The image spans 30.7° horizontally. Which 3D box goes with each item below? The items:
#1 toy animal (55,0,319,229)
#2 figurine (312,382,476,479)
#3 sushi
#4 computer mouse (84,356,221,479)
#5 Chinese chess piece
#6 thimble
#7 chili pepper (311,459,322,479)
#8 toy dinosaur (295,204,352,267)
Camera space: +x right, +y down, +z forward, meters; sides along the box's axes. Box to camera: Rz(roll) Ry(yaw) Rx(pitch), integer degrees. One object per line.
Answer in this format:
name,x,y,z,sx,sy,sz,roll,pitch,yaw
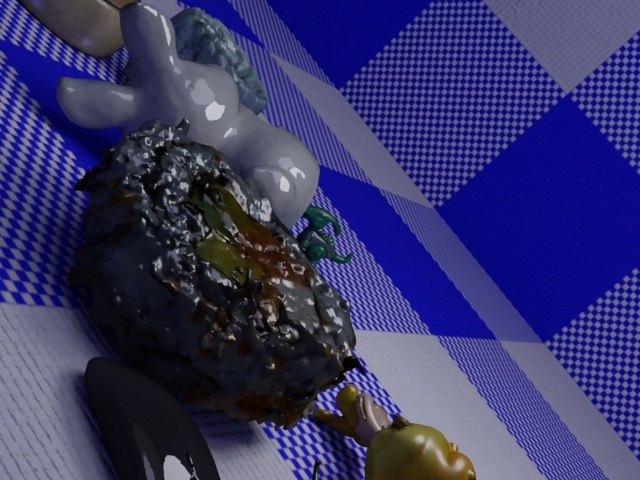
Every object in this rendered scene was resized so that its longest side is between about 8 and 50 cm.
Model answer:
toy animal,-0.174,-0.151,1.610,0.367,0.196,0.241,41,-3,-16
figurine,0.093,0.269,1.471,0.246,0.131,0.156,36,-24,54
sushi,-0.125,0.046,1.352,0.417,0.176,0.417,46,14,-15
computer mouse,-0.152,0.197,1.097,0.120,0.057,0.232,31,21,-47
Chinese chess piece,-0.404,-0.417,1.902,0.257,0.104,0.257,43,15,-14
thimble,-0.211,-0.268,1.955,0.205,0.172,0.250,36,20,-53
chili pepper,-0.009,0.310,1.232,0.059,0.050,0.191,45,26,-23
toy dinosaur,0.000,0.000,1.995,0.132,0.096,0.059,39,18,-23
